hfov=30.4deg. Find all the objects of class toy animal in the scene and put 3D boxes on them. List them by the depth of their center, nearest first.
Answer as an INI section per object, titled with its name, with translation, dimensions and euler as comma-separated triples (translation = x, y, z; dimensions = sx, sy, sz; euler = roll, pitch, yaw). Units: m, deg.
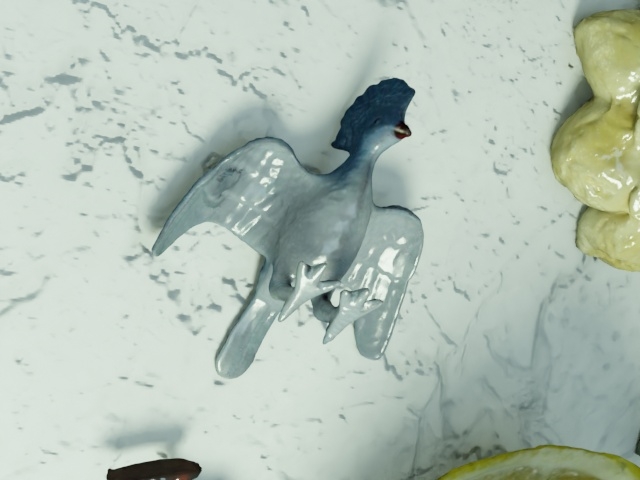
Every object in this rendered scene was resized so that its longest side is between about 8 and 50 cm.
[toy animal]
translation = 0.000, 0.000, 0.923
dimensions = 0.239, 0.176, 0.255
euler = 33, 119, -28

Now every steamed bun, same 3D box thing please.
[steamed bun]
translation = 0.347, -0.106, 1.058
dimensions = 0.295, 0.137, 0.292
euler = -46, 116, -10

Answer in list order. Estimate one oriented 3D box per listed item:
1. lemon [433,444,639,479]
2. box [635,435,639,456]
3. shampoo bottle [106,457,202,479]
[lemon]
translation = 0.187, 0.373, 0.958
dimensions = 0.364, 0.364, 0.364
euler = -7, 105, -28
[box]
translation = 0.435, 0.210, 1.127
dimensions = 0.129, 0.225, 0.086
euler = 10, 96, -31
[shampoo bottle]
translation = -0.091, 0.293, 0.946
dimensions = 0.153, 0.071, 0.284
euler = -21, 109, -21
